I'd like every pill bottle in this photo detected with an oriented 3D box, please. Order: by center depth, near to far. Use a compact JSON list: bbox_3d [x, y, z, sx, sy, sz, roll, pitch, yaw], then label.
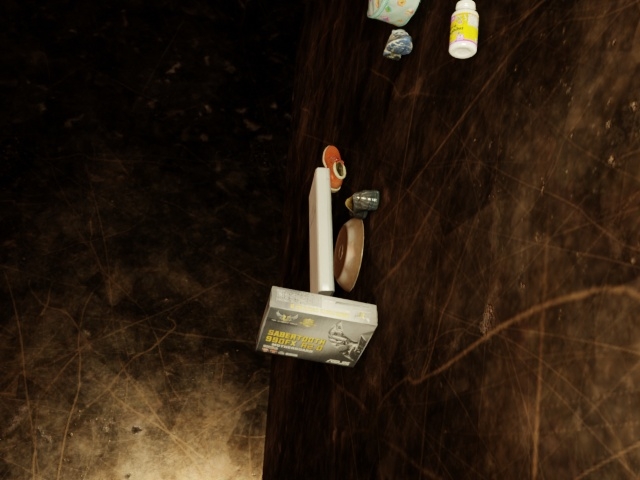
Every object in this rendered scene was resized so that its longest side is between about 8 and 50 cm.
[{"bbox_3d":[0.228,-0.336,0.948,0.043,0.043,0.083,139,139,-74],"label":"pill bottle"}]

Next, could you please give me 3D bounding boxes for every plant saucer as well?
[{"bbox_3d":[0.067,0.032,1.531,0.198,0.036,0.199,-172,90,-80],"label":"plant saucer"}]

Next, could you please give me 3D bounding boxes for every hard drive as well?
[{"bbox_3d":[0.000,0.000,1.726,0.233,0.047,0.353,110,160,-71],"label":"hard drive"}]

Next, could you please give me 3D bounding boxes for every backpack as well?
[{"bbox_3d":[0.155,-0.555,1.252,0.166,0.144,0.189,174,102,-73],"label":"backpack"}]

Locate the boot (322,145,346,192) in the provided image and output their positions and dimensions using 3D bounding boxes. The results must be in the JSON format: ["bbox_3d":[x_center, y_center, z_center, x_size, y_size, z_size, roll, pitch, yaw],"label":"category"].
[{"bbox_3d":[0.047,-0.232,1.802,0.085,0.059,0.158,122,146,-58],"label":"boot"}]

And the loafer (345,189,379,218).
[{"bbox_3d":[0.090,-0.091,1.433,0.170,0.061,0.062,135,141,-74],"label":"loafer"}]

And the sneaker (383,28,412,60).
[{"bbox_3d":[0.171,-0.442,1.320,0.135,0.052,0.058,-147,71,-78],"label":"sneaker"}]

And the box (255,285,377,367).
[{"bbox_3d":[-0.012,0.191,1.293,0.183,0.230,0.056,112,167,-47],"label":"box"}]
